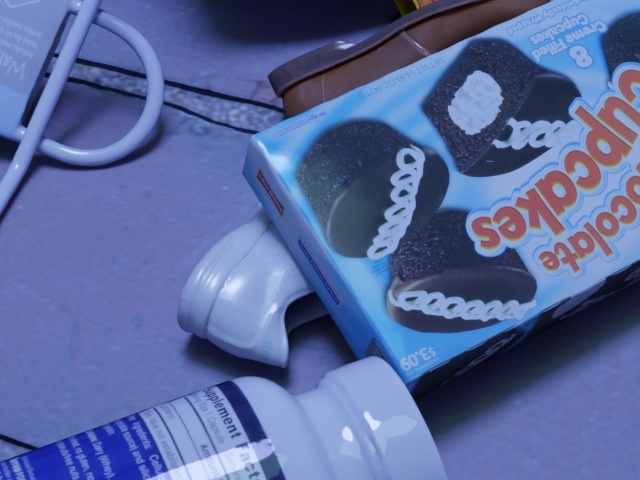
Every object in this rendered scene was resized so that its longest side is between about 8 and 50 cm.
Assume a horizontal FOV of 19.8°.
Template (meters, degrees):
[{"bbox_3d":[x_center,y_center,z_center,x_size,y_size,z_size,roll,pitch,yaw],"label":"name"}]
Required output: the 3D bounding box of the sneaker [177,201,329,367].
[{"bbox_3d":[0.000,0.000,1.207,0.094,0.080,0.212,28,60,15],"label":"sneaker"}]

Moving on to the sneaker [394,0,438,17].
[{"bbox_3d":[0.106,-0.136,1.343,0.067,0.064,0.175,-32,42,2],"label":"sneaker"}]

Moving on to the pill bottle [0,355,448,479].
[{"bbox_3d":[-0.069,0.162,0.984,0.265,0.153,0.153,-18,46,-13],"label":"pill bottle"}]

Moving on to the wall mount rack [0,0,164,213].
[{"bbox_3d":[-0.297,-0.113,1.267,0.350,0.130,0.304,23,89,2],"label":"wall mount rack"}]

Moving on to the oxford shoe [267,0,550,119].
[{"bbox_3d":[0.072,-0.122,1.284,0.212,0.076,0.076,-23,83,20],"label":"oxford shoe"}]

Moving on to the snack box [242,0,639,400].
[{"bbox_3d":[0.134,-0.044,1.183,0.322,0.060,0.187,-26,72,-21],"label":"snack box"}]
